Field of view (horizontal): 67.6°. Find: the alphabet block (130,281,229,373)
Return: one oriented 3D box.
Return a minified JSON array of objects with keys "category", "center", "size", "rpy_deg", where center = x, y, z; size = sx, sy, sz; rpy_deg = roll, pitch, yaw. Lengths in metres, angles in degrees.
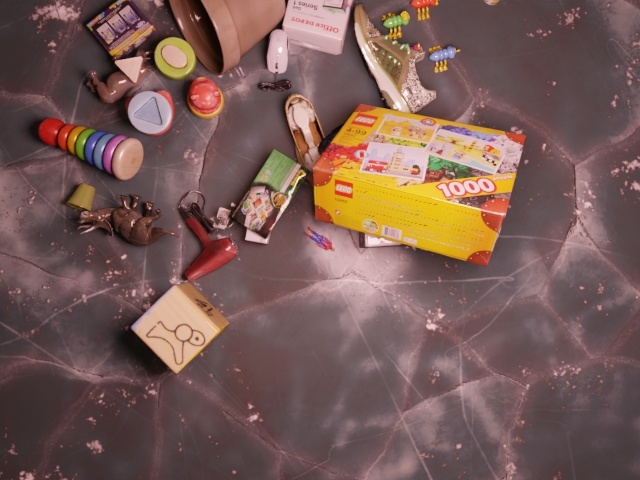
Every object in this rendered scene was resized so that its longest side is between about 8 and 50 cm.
[{"category":"alphabet block","center":[-0.430,0.265,1.496],"size":[0.192,0.193,0.197],"rpy_deg":[-44,90,0]}]

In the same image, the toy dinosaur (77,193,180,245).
[{"category":"toy dinosaur","center":[-0.601,-0.053,1.557],"size":[0.314,0.121,0.160],"rpy_deg":[22,100,-5]}]

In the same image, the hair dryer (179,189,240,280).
[{"category":"hair dryer","center":[-0.374,-0.006,1.578],"size":[0.224,0.080,0.293],"rpy_deg":[13,81,13]}]

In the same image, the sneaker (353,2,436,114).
[{"category":"sneaker","center":[0.239,-0.584,1.544],"size":[0.182,0.158,0.410],"rpy_deg":[-27,97,9]}]

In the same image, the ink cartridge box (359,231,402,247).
[{"category":"ink cartridge box","center":[0.263,-0.040,1.513],"size":[0.273,0.197,0.114],"rpy_deg":[-4,88,-2]}]

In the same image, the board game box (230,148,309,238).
[{"category":"board game box","center":[-0.159,-0.148,1.526],"size":[0.136,0.030,0.259],"rpy_deg":[33,87,1]}]

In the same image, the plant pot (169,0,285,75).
[{"category":"plant pot","center":[-0.273,-0.726,1.493],"size":[0.281,0.323,0.323],"rpy_deg":[-33,89,-17]}]

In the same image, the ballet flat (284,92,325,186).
[{"category":"ballet flat","center":[-0.032,-0.317,1.558],"size":[0.123,0.123,0.348],"rpy_deg":[-20,89,-1]}]

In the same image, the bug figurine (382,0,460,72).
[{"category":"bug figurine","center":[0.332,-0.694,1.596],"size":[0.217,0.072,0.278],"rpy_deg":[-19,89,-1]}]

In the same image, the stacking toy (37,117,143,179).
[{"category":"stacking toy","center":[-0.754,-0.313,1.550],"size":[0.331,0.141,0.141],"rpy_deg":[21,88,7]}]

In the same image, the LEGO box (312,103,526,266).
[{"category":"LEGO box","center":[0.280,-0.178,1.364],"size":[0.501,0.193,0.372],"rpy_deg":[16,48,17]}]

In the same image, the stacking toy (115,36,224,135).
[{"category":"stacking toy","center":[-0.486,-0.492,1.509],"size":[0.309,0.130,0.279],"rpy_deg":[-25,102,-8]}]

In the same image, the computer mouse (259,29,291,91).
[{"category":"computer mouse","center":[-0.144,-0.585,1.565],"size":[0.106,0.042,0.192],"rpy_deg":[5,115,-1]}]

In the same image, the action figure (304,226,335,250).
[{"category":"action figure","center":[0.000,0.000,1.593],"size":[0.115,0.030,0.038],"rpy_deg":[35,83,-2]}]

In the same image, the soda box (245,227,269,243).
[{"category":"soda box","center":[-0.189,-0.098,1.572],"size":[0.074,0.069,0.215],"rpy_deg":[10,89,-1]}]

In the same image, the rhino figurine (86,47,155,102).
[{"category":"rhino figurine","center":[-0.644,-0.547,1.575],"size":[0.243,0.073,0.106],"rpy_deg":[-37,94,-4]}]

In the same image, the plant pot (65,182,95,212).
[{"category":"plant pot","center":[-0.776,-0.143,1.564],"size":[0.084,0.083,0.079],"rpy_deg":[17,77,0]}]

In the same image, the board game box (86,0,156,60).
[{"category":"board game box","center":[-0.660,-0.706,1.592],"size":[0.170,0.048,0.141],"rpy_deg":[-39,91,-2]}]

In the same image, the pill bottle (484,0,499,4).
[{"category":"pill bottle","center":[0.588,-0.838,1.582],"size":[0.065,0.116,0.065],"rpy_deg":[0,89,-1]}]

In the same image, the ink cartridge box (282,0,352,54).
[{"category":"ink cartridge box","center":[0.005,-0.784,1.570],"size":[0.202,0.117,0.277],"rpy_deg":[14,89,-1]}]

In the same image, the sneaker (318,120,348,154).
[{"category":"sneaker","center":[0.064,-0.315,1.530],"size":[0.080,0.211,0.081],"rpy_deg":[-22,108,39]}]
